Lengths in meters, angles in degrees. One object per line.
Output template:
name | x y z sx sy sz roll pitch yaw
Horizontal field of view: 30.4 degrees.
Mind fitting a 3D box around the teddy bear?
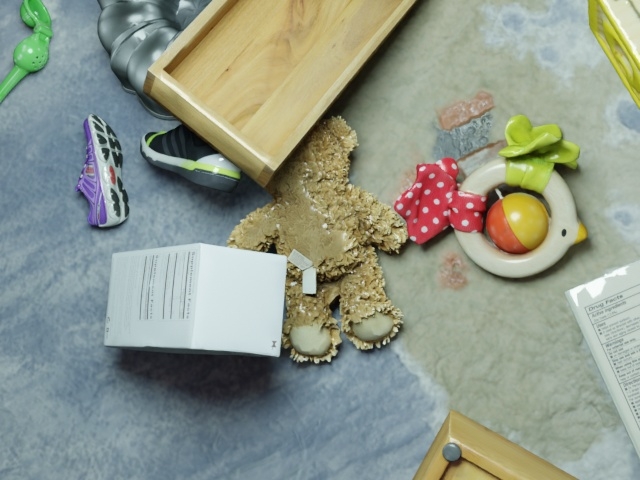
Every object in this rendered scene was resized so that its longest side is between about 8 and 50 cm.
teddy bear | 0.000 0.000 1.630 0.245 0.113 0.338 -33 82 17

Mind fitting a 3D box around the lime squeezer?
lime squeezer | -0.456 -0.323 1.816 0.110 0.058 0.311 5 84 45

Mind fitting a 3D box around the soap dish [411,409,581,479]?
soap dish | 0.194 0.397 1.504 0.229 0.118 0.291 28 90 16

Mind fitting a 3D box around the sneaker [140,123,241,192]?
sneaker | -0.169 -0.136 1.649 0.234 0.084 0.097 25 100 49

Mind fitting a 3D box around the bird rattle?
bird rattle | 0.238 -0.045 1.561 0.253 0.143 0.207 -31 92 11

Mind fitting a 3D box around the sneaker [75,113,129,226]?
sneaker | -0.334 -0.103 1.738 0.071 0.068 0.170 -12 80 18

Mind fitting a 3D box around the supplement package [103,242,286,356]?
supplement package | -0.169 0.083 1.570 0.244 0.139 0.134 -6 78 53

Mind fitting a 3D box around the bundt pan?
bundt pan | -0.182 -0.337 1.705 0.330 0.124 0.331 -2 81 14

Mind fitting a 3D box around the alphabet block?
alphabet block | 0.471 -0.276 1.500 0.197 0.192 0.193 -28 74 7

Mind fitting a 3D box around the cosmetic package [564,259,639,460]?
cosmetic package | 0.436 0.174 1.472 0.153 0.129 0.296 -23 78 11

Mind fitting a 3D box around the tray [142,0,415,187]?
tray | -0.029 -0.287 1.578 0.203 0.076 0.411 38 66 -1
